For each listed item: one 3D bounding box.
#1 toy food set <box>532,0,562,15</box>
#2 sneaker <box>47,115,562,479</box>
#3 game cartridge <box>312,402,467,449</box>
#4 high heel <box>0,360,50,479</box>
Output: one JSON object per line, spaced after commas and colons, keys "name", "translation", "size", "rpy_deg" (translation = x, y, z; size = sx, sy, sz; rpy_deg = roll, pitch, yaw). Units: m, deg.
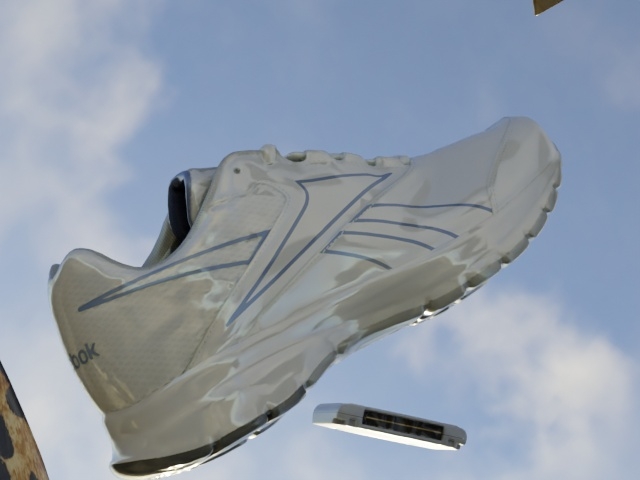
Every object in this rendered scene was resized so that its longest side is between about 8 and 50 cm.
{"name": "toy food set", "translation": [0.057, -0.136, 0.615], "size": [0.122, 0.019, 0.078], "rpy_deg": [41, -50, -11]}
{"name": "sneaker", "translation": [0.000, 0.000, 0.895], "size": [0.129, 0.297, 0.111], "rpy_deg": [59, -29, 1]}
{"name": "game cartridge", "translation": [0.040, 0.111, 1.079], "size": [0.083, 0.017, 0.056], "rpy_deg": [14, -13, -17]}
{"name": "high heel", "translation": [-0.055, 0.131, 0.506], "size": [0.186, 0.093, 0.261], "rpy_deg": [-13, -102, 37]}
